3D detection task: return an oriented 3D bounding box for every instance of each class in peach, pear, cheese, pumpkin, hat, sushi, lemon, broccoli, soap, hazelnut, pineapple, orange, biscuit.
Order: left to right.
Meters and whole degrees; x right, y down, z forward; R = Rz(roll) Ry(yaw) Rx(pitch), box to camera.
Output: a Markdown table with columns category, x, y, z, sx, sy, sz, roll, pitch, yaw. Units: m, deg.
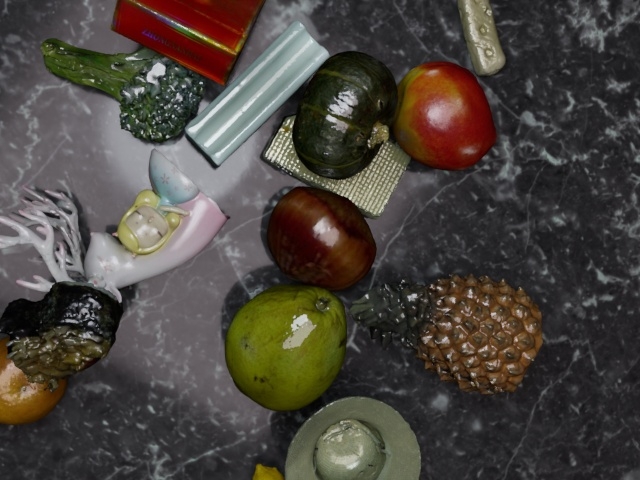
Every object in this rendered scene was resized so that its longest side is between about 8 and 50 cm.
| category | x | y | z | sx | sy | sz | roll | pitch | yaw |
| --- | --- | --- | --- | --- | --- | --- | --- | --- | --- |
| orange | -0.517 | 0.238 | 1.193 | 0.155 | 0.134 | 0.154 | -4 | 98 | -33 |
| sushi | -0.411 | 0.145 | 1.073 | 0.213 | 0.115 | 0.147 | -24 | 131 | 32 |
| broccoli | -0.323 | -0.303 | 1.178 | 0.275 | 0.177 | 0.198 | 38 | 93 | 2 |
| soap | -0.115 | -0.249 | 1.205 | 0.265 | 0.160 | 0.087 | -45 | 101 | -5 |
| lemon | -0.099 | 0.465 | 1.314 | 0.065 | 0.065 | 0.092 | -28 | 98 | -7 |
| pear | -0.060 | 0.182 | 1.207 | 0.212 | 0.212 | 0.269 | 32 | 133 | -11 |
| hazelnut | 0.000 | 0.000 | 1.233 | 0.204 | 0.178 | 0.178 | 39 | 87 | -6 |
| biscuit | 0.031 | -0.157 | 1.294 | 0.252 | 0.052 | 0.150 | 27 | 84 | -11 |
| hat | 0.050 | 0.400 | 1.301 | 0.257 | 0.130 | 0.257 | -1 | 95 | -11 |
| pumpkin | 0.046 | -0.207 | 1.164 | 0.157 | 0.224 | 0.223 | 28 | 89 | 16 |
| pineapple | 0.210 | 0.150 | 1.270 | 0.357 | 0.223 | 0.222 | 15 | 92 | -11 |
| peach | 0.225 | -0.224 | 1.255 | 0.192 | 0.190 | 0.190 | 15 | 92 | -19 |
| cheese | 0.304 | -0.413 | 1.329 | 0.065 | 0.043 | 0.193 | -19 | 99 | -3 |

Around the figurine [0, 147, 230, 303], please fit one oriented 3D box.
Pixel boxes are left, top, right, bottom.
| category | x | y | z | sx | sy | sz | roll | pitch | yaw |
| --- | --- | --- | --- | --- | --- | --- | --- | --- | --- |
| figurine | -0.366 | -0.026 | 1.176 | 0.284 | 0.206 | 0.315 | 46 | 80 | -16 |

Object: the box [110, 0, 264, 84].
| category | x | y | z | sx | sy | sz | roll | pitch | yaw |
| --- | --- | --- | --- | --- | --- | --- | --- | --- | --- |
| box | -0.186 | -0.427 | 1.142 | 0.197 | 0.089 | 0.313 | 26 | 57 | -12 |
